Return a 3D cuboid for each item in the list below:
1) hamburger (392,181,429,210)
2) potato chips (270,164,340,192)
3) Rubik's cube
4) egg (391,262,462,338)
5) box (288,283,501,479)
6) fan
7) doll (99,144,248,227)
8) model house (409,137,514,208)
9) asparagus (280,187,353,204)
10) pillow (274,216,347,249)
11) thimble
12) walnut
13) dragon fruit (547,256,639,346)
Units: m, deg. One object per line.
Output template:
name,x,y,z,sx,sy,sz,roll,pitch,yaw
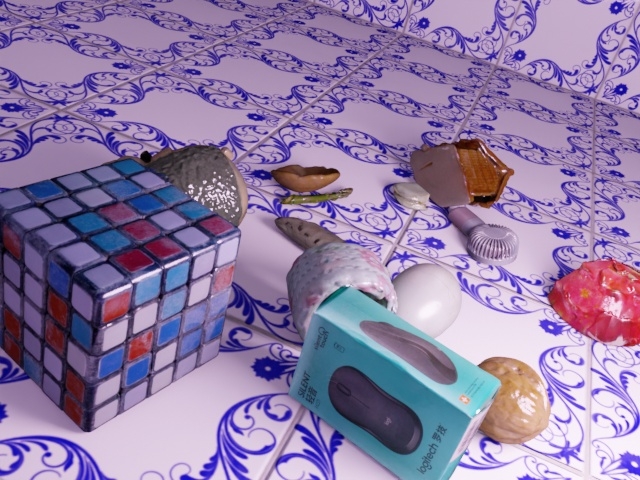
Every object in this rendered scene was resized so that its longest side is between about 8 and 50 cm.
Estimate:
hamburger,0.246,-0.129,1.893,0.084,0.054,0.121,-1,33,-18
potato chips,-0.044,-0.162,1.778,0.195,0.062,0.208,-9,14,-36
Rubik's cube,-0.341,0.072,1.100,0.292,0.293,0.287,35,37,24
egg,0.204,0.130,1.377,0.151,0.151,0.209,29,37,20
box,0.110,0.244,1.112,0.311,0.205,0.118,33,33,23
fan,0.424,-0.018,1.784,0.130,0.074,0.244,-11,34,-19
doll,-0.330,-0.085,1.416,0.349,0.247,0.247,-20,45,-22
model house,0.416,-0.191,1.965,0.229,0.219,0.199,-2,-5,-35
asparagus,0.000,-0.115,1.782,0.236,0.027,0.034,-10,51,-34
pillow,0.001,0.000,1.581,0.241,0.051,0.093,33,41,27
thimble,0.043,0.104,1.303,0.211,0.185,0.149,-11,36,-4
walnut,0.333,0.285,1.207,0.166,0.149,0.166,24,5,-2
dragon fruit,0.686,0.156,1.573,0.262,0.163,0.189,16,60,-1
